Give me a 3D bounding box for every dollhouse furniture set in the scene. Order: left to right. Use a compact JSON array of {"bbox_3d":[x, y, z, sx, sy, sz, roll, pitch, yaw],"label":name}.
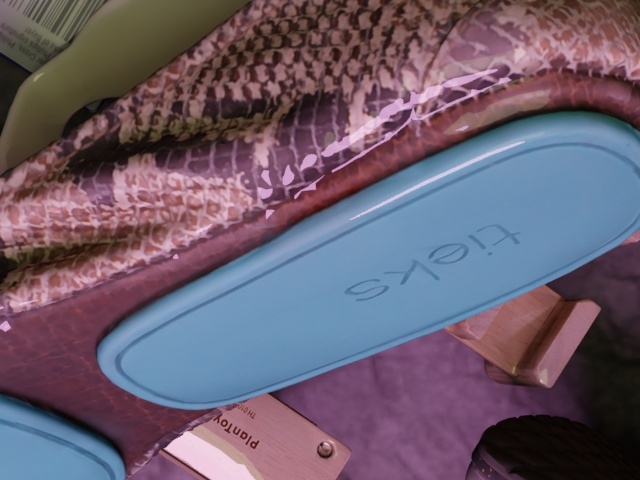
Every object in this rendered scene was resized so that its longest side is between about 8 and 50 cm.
[{"bbox_3d":[0.000,0.000,0.859,0.212,0.161,0.242,35,81,-9],"label":"dollhouse furniture set"}]

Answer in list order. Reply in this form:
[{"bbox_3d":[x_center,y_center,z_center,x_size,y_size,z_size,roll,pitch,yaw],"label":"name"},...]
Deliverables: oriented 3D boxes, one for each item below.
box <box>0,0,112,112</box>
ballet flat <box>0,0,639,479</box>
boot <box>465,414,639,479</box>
[{"bbox_3d":[-0.122,-0.128,0.800,0.126,0.137,0.072,33,105,-8],"label":"box"},{"bbox_3d":[-0.099,0.018,0.696,0.483,0.182,0.164,-32,145,14],"label":"ballet flat"},{"bbox_3d":[0.117,0.174,0.850,0.246,0.083,0.161,21,106,-51],"label":"boot"}]
